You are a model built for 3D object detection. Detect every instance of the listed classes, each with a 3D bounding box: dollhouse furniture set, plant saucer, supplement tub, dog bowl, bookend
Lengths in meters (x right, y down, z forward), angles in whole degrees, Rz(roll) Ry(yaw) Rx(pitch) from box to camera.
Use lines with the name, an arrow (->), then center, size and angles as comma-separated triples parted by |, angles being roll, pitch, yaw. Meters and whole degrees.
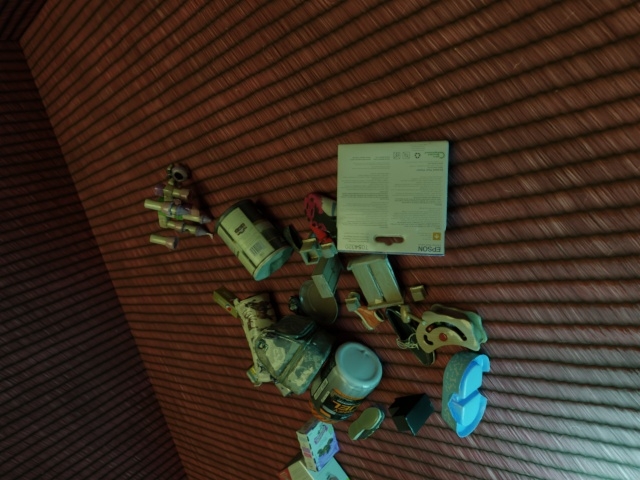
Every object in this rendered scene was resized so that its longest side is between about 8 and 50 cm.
dollhouse furniture set -> 0.158, 0.069, 1.586 | 0.355, 0.174, 0.303 | -13, 120, 25
plant saucer -> -0.001, 0.247, 1.856 | 0.198, 0.036, 0.199 | 17, 118, 35
supplement tub -> 0.086, 0.573, 1.805 | 0.207, 0.207, 0.338 | 42, 131, 19
dog bowl -> 0.465, 0.489, 1.477 | 0.074, 0.166, 0.297 | 22, 123, 47
bookend -> 0.309, 0.644, 1.676 | 0.156, 0.157, 0.072 | -30, 87, 43

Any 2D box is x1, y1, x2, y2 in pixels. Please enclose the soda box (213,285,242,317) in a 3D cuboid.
soda box -> -0.450, 0.304, 2.253 | 0.181, 0.061, 0.058 | 31, 127, 28

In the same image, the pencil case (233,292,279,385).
pencil case -> -0.262, 0.433, 2.043 | 0.160, 0.183, 0.410 | -16, 91, 41

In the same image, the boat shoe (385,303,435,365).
boat shoe -> 0.311, 0.331, 1.591 | 0.095, 0.079, 0.255 | -28, 89, 44

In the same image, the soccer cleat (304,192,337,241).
soccer cleat -> 0.058, -0.082, 1.619 | 0.331, 0.143, 0.116 | 43, 135, 51

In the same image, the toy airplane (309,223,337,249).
toy airplane -> 0.000, 0.000, 1.729 | 0.151, 0.028, 0.151 | 27, 147, 19

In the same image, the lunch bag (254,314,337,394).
lunch bag -> -0.101, 0.420, 1.779 | 0.256, 0.305, 0.213 | 32, 102, 9

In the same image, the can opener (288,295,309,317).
can opener -> -0.075, 0.317, 1.940 | 0.059, 0.073, 0.186 | -31, 95, 29

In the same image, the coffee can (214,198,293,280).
coffee can -> -0.274, -0.003, 1.868 | 0.275, 0.201, 0.201 | 49, 132, 14

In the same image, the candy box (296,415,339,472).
candy box -> -0.010, 0.908, 2.063 | 0.070, 0.165, 0.196 | -6, 105, 42

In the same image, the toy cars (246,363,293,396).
toy cars -> -0.242, 0.675, 2.217 | 0.393, 0.087, 0.177 | 6, 113, 39

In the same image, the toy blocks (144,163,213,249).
toy blocks -> -0.630, -0.146, 2.144 | 0.260, 0.309, 0.289 | 12, 135, 1

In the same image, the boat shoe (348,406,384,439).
boat shoe -> 0.200, 0.757, 1.885 | 0.228, 0.068, 0.081 | -53, 32, 37

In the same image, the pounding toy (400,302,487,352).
pounding toy -> 0.378, 0.302, 1.466 | 0.269, 0.155, 0.154 | 8, 110, 38

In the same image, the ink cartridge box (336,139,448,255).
ink cartridge box -> 0.211, -0.126, 1.360 | 0.324, 0.071, 0.330 | 2, 96, 17

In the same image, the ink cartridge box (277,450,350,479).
ink cartridge box -> 0.010, 1.195, 2.174 | 0.385, 0.160, 0.279 | 50, 133, 12

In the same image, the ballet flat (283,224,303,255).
ballet flat -> -0.088, 0.008, 1.811 | 0.173, 0.057, 0.049 | 44, 133, 19

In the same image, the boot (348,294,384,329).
boot -> 0.172, 0.252, 1.697 | 0.158, 0.059, 0.084 | 51, 130, 0
